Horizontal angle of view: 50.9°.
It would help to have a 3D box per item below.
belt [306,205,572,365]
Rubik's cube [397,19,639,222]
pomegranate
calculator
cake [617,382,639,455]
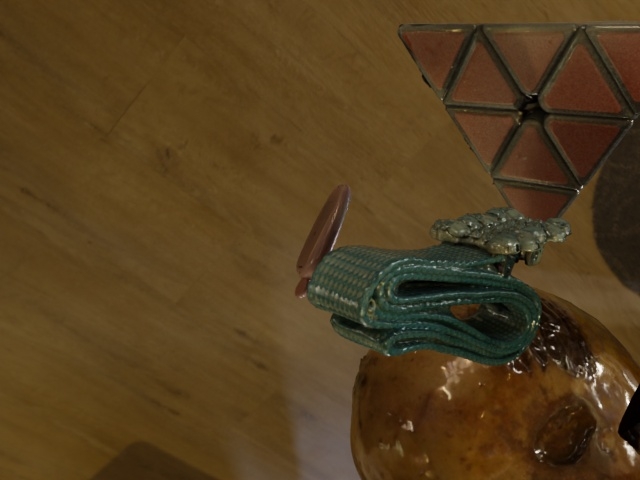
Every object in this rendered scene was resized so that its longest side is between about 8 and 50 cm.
[{"bbox_3d":[0.074,0.021,0.391,0.179,0.065,0.099,8,99,-46],"label":"belt"},{"bbox_3d":[0.262,-0.174,0.765,0.233,0.228,0.229,-32,146,17],"label":"Rubik's cube"},{"bbox_3d":[0.181,0.195,0.680,0.323,0.322,0.322,0,123,0],"label":"pomegranate"},{"bbox_3d":[0.000,0.000,0.905,0.024,0.103,0.165,25,83,-12],"label":"calculator"},{"bbox_3d":[0.300,0.091,0.383,0.178,0.208,0.185,33,120,19],"label":"cake"}]
